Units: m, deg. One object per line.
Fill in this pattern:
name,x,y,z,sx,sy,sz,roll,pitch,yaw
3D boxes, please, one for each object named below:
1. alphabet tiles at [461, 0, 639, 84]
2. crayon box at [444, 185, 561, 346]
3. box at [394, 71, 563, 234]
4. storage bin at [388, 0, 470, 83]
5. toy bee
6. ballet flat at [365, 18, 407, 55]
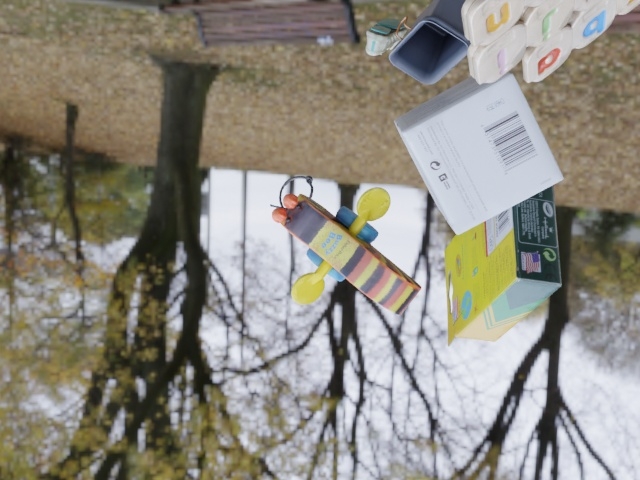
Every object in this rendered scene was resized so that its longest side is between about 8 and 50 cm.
alphabet tiles,0.244,-0.258,0.875,0.021,0.284,0.278,51,178,24
crayon box,0.299,0.040,1.650,0.081,0.202,0.318,8,154,-12
box,0.231,-0.137,1.446,0.181,0.181,0.119,-28,-165,6
storage bin,0.168,-0.312,1.447,0.098,0.091,0.135,29,154,-11
toy bee,0.000,0.000,1.418,0.298,0.195,0.162,17,177,31
ballet flat,0.115,-0.372,1.790,0.057,0.052,0.168,20,-156,15
